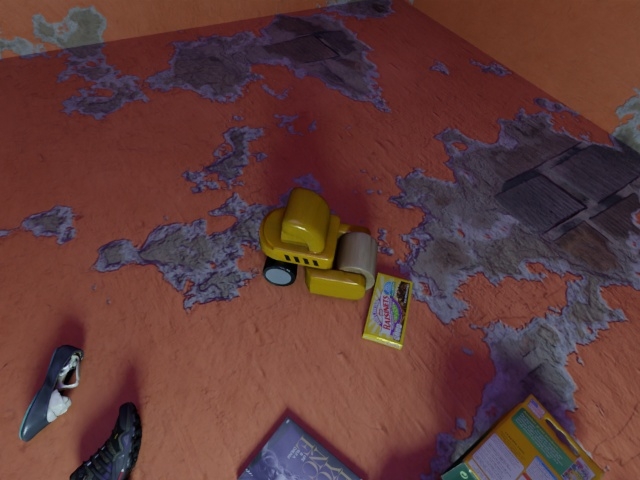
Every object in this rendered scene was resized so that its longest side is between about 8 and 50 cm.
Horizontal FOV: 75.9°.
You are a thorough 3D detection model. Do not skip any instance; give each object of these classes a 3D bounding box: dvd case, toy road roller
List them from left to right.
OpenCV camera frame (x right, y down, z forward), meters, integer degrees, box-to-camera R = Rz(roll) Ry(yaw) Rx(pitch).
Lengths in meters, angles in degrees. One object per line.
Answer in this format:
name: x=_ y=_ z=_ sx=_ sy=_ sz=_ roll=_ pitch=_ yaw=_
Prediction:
dvd case: x=-0.035 y=0.497 z=0.837 sx=0.221 sy=0.018 sz=0.164 roll=34 pitch=55 yaw=18
toy road roller: x=0.000 y=0.000 z=1.096 sx=0.329 sy=0.241 sz=0.203 roll=11 pitch=51 yaw=1

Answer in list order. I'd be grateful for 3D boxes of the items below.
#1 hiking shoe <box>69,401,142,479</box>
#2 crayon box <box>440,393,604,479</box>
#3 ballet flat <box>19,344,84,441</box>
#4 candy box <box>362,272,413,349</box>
hiking shoe: x=-0.419 y=0.429 z=0.793 sx=0.114 sy=0.086 sz=0.227 roll=3 pitch=52 yaw=-10
crayon box: x=0.417 y=0.476 z=0.832 sx=0.323 sy=0.083 sz=0.203 roll=-11 pitch=51 yaw=-42
ballet flat: x=-0.560 y=0.318 z=0.875 sx=0.074 sy=0.074 sz=0.203 roll=4 pitch=49 yaw=-5
candy box: x=0.184 y=0.185 z=1.112 sx=0.105 sy=0.027 sz=0.206 roll=14 pitch=51 yaw=7
